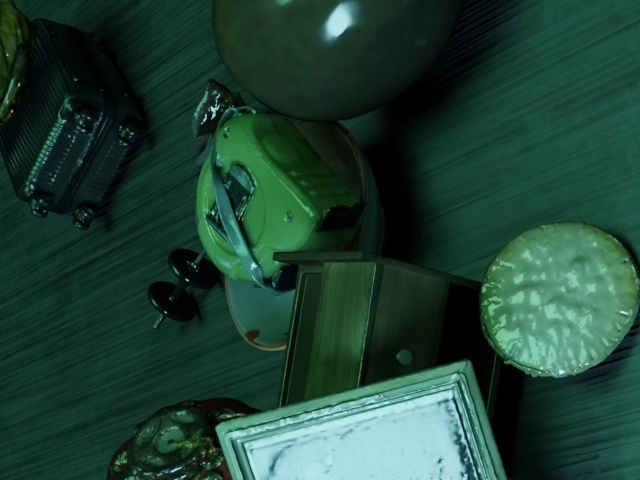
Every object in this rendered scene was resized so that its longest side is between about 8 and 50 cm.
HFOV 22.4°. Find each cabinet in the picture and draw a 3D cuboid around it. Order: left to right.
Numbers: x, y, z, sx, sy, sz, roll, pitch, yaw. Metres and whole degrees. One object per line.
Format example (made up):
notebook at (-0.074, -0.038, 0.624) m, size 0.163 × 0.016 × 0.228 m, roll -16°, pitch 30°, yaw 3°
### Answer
cabinet at (0.068, 0.114, 1.496) m, size 0.148 × 0.215 × 0.175 m, roll -2°, pitch 76°, yaw 55°

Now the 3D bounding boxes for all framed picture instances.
framed picture at (0.060, 0.266, 1.376) m, size 0.232 × 0.019 × 0.296 m, roll -17°, pitch 99°, yaw 12°

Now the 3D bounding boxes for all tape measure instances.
tape measure at (-0.059, -0.038, 1.672) m, size 0.200 × 0.106 × 0.175 m, roll 51°, pitch 128°, yaw 30°

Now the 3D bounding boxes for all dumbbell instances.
dumbbell at (-0.171, 0.055, 1.996) m, size 0.147 × 0.069 × 0.069 m, roll -55°, pitch 38°, yaw 27°

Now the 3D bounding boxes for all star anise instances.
star anise at (-0.113, -0.094, 1.912) m, size 0.197 × 0.073 × 0.212 m, roll 75°, pitch -164°, yaw -71°

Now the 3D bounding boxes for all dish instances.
dish at (0.000, 0.000, 1.760) m, size 0.260 × 0.085 × 0.260 m, roll -30°, pitch 52°, yaw 48°

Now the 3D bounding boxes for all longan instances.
longan at (0.020, -0.265, 1.693) m, size 0.300 × 0.243 × 0.300 m, roll -33°, pitch 28°, yaw 20°

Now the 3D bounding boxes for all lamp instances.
lamp at (-0.124, 0.277, 1.732) m, size 0.227 × 0.227 × 0.227 m, roll -26°, pitch 57°, yaw 48°

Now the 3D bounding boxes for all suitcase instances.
suitcase at (-0.370, -0.171, 2.316) m, size 0.202 × 0.128 × 0.312 m, roll -59°, pitch 36°, yaw 20°

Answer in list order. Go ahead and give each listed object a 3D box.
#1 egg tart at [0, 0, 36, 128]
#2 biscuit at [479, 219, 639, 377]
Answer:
egg tart at (-0.478, -0.260, 2.298) m, size 0.297 × 0.132 × 0.297 m, roll -2°, pitch 88°, yaw 62°
biscuit at (0.210, 0.050, 1.434) m, size 0.152 × 0.020 × 0.152 m, roll -8°, pitch 66°, yaw 20°
